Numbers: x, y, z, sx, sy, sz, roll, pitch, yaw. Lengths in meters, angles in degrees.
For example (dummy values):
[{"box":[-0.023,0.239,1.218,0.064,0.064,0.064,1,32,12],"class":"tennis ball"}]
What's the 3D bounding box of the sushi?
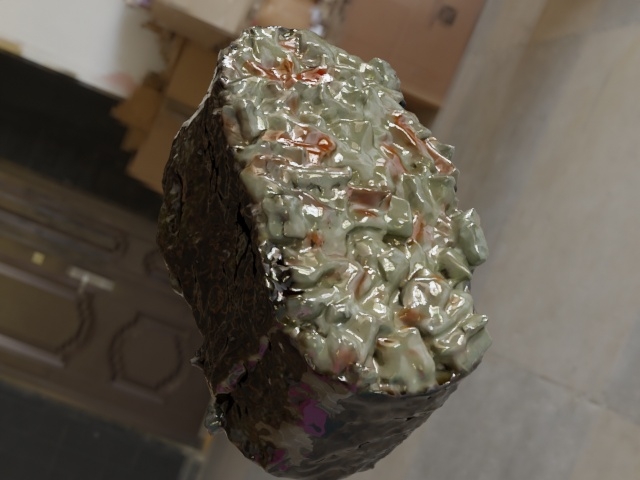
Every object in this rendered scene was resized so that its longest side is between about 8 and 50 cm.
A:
[{"box":[0.000,0.000,0.471,0.078,0.090,0.150,-58,36,43],"class":"sushi"}]
